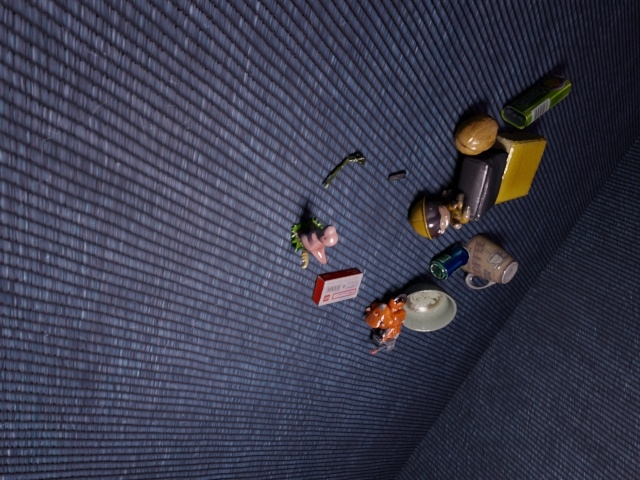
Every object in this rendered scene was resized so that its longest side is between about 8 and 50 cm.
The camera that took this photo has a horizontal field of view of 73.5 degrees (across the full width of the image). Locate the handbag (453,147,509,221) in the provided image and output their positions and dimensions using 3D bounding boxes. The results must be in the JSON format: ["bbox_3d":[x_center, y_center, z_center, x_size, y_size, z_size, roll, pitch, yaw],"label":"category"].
[{"bbox_3d":[0.714,-0.273,1.952,0.275,0.178,0.302,-35,136,-45],"label":"handbag"}]

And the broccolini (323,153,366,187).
[{"bbox_3d":[0.081,-0.253,1.504,0.194,0.054,0.052,-33,105,-12],"label":"broccolini"}]

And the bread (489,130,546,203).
[{"bbox_3d":[0.938,-0.361,2.118,0.324,0.143,0.333,-13,124,-35],"label":"bread"}]

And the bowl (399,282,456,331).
[{"bbox_3d":[0.523,0.310,2.156,0.289,0.146,0.289,2,125,3],"label":"bowl"}]

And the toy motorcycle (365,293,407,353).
[{"bbox_3d":[0.311,0.402,2.054,0.221,0.148,0.325,-17,130,-26],"label":"toy motorcycle"}]

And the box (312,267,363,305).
[{"bbox_3d":[0.076,0.190,1.775,0.229,0.050,0.123,-8,123,-39],"label":"box"}]

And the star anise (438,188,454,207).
[{"bbox_3d":[0.570,-0.192,1.958,0.124,0.056,0.129,-48,153,-10],"label":"star anise"}]

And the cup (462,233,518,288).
[{"bbox_3d":[0.915,0.152,2.358,0.227,0.257,0.301,-7,123,-36],"label":"cup"}]

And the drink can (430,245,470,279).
[{"bbox_3d":[0.668,0.111,2.207,0.205,0.118,0.118,-29,133,-24],"label":"drink can"}]

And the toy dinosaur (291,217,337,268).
[{"bbox_3d":[0.006,0.000,1.490,0.152,0.177,0.194,-13,127,-35],"label":"toy dinosaur"}]

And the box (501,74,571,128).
[{"bbox_3d":[1.002,-0.649,1.991,0.345,0.134,0.097,-36,139,-18],"label":"box"}]

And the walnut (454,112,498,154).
[{"bbox_3d":[0.657,-0.447,1.801,0.207,0.159,0.159,-37,136,-28],"label":"walnut"}]

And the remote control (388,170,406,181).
[{"bbox_3d":[0.305,-0.256,1.710,0.091,0.016,0.034,-18,144,-32],"label":"remote control"}]

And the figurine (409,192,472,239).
[{"bbox_3d":[0.516,-0.102,1.857,0.257,0.192,0.167,-5,160,-5],"label":"figurine"}]
